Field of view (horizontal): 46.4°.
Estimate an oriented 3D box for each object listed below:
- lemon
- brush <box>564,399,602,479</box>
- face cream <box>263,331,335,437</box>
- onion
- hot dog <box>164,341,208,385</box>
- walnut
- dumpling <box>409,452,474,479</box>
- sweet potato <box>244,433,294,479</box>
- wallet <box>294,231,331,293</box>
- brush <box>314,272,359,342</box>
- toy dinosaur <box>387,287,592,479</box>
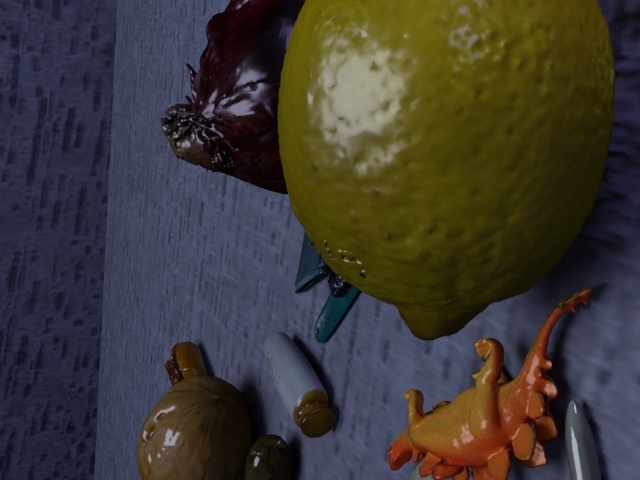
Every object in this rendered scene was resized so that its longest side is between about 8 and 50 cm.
[{"bbox_3d":[0.089,-0.081,0.556,0.245,0.245,0.319,-151,59,-62],"label":"lemon"},{"bbox_3d":[0.202,0.266,0.534,0.042,0.039,0.299,141,127,-60],"label":"brush"},{"bbox_3d":[-0.033,0.194,1.024,0.182,0.051,0.072,-128,47,-55],"label":"face cream"},{"bbox_3d":[-0.027,-0.185,0.840,0.221,0.281,0.280,30,-124,-72],"label":"onion"},{"bbox_3d":[-0.258,0.289,1.471,0.249,0.076,0.102,-125,40,-51],"label":"hot dog"},{"bbox_3d":[-0.203,0.331,1.229,0.221,0.195,0.195,-65,33,28],"label":"walnut"},{"bbox_3d":[0.114,0.223,0.723,0.077,0.043,0.059,123,163,-53],"label":"dumpling"},{"bbox_3d":[-0.083,0.407,1.099,0.075,0.075,0.273,-147,60,-61],"label":"sweet potato"},{"bbox_3d":[0.000,0.000,0.969,0.088,0.026,0.129,136,148,-56],"label":"wallet"},{"bbox_3d":[0.018,0.070,0.944,0.193,0.032,0.043,-61,37,43],"label":"brush"},{"bbox_3d":[0.141,0.152,0.629,0.288,0.070,0.117,-48,37,42],"label":"toy dinosaur"}]
